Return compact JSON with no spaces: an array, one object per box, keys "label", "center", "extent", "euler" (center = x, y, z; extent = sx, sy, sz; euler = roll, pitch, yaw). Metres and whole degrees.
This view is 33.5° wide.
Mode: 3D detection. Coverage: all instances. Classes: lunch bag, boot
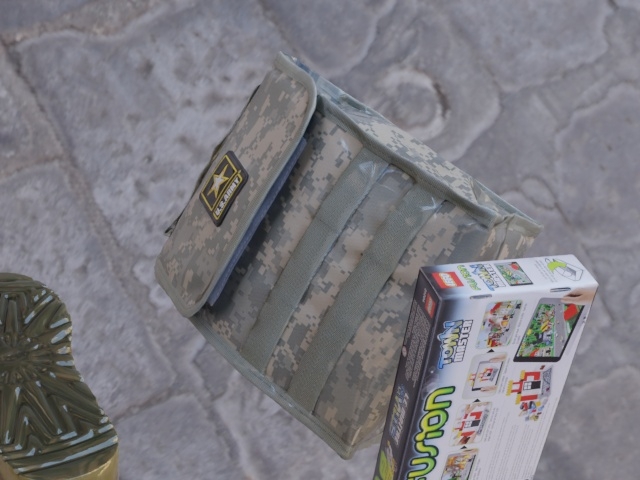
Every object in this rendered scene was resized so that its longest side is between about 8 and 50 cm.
[{"label":"lunch bag","center":[0.000,0.000,0.907],"extent":[0.287,0.235,0.169],"euler":[37,13,24]},{"label":"boot","center":[-0.197,0.188,0.689],"extent":[0.089,0.269,0.236],"euler":[-7,33,-25]}]

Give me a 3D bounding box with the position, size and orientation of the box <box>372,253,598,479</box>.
[{"label":"box","center":[0.106,0.107,0.724],"extent":[0.114,0.207,0.036],"euler":[-3,35,-19]}]
